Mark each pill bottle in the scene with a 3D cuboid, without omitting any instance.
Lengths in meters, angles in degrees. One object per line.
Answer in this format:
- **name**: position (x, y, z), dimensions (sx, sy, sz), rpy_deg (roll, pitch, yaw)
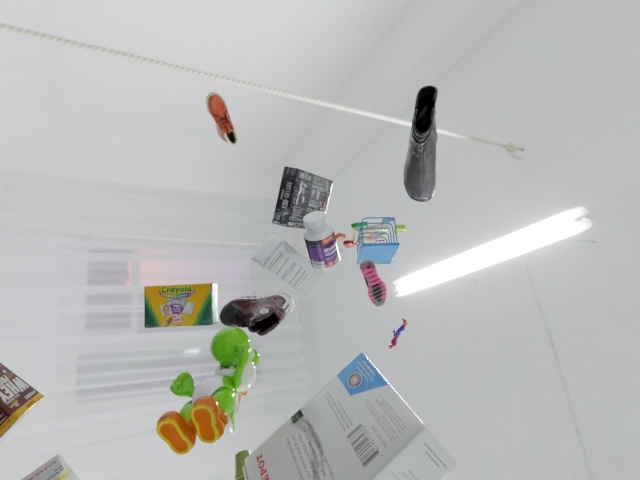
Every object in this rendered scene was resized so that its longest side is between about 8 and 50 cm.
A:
- **pill bottle**: position (0.000, 0.000, 1.394), dimensions (0.108, 0.108, 0.193), rpy_deg (42, -28, 55)

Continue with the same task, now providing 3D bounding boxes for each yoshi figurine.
- **yoshi figurine**: position (-0.269, 0.349, 1.043), dimensions (0.362, 0.203, 0.203), rpy_deg (-50, 161, -73)

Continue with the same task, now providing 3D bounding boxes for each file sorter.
- **file sorter**: position (0.184, 0.004, 1.331), dimensions (0.170, 0.118, 0.104), rpy_deg (92, -3, -67)

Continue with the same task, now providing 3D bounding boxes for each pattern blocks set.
- **pattern blocks set**: position (0.202, -0.026, 1.625), dimensions (0.325, 0.285, 0.026), rpy_deg (47, 34, -72)

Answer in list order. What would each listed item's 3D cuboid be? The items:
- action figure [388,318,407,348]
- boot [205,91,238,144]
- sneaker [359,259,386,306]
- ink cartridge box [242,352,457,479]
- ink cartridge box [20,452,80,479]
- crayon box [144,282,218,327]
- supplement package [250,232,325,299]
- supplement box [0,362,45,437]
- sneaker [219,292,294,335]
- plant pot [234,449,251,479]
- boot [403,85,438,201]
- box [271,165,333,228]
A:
- **action figure**: position (0.264, 0.326, 1.383), dimensions (0.038, 0.030, 0.115), rpy_deg (-98, -151, -77)
- **boot**: position (-0.288, -0.360, 1.194), dimensions (0.084, 0.059, 0.158), rpy_deg (47, -20, 43)
- **sneaker**: position (0.129, 0.107, 0.967), dimensions (0.057, 0.047, 0.119), rpy_deg (75, 1, -63)
- **ink cartridge box**: position (0.047, 0.497, 0.896), dimensions (0.395, 0.166, 0.285), rpy_deg (-40, -155, -5)
- **ink cartridge box**: position (-0.745, 0.729, 1.109), dimensions (0.212, 0.154, 0.093), rpy_deg (20, -57, 34)
- **crayon box**: position (-0.554, 0.258, 1.601), dimensions (0.081, 0.278, 0.165), rpy_deg (46, 41, -82)
- **supplement package**: position (-0.127, 0.101, 1.579), dimensions (0.134, 0.244, 0.139), rpy_deg (-53, -147, -7)
- **supplement box**: position (-0.966, 0.484, 1.145), dimensions (0.191, 0.194, 0.129), rpy_deg (-47, -172, -2)
- **sneaker**: position (-0.237, 0.256, 1.321), dimensions (0.162, 0.281, 0.106), rpy_deg (-59, 129, -66)
- **plant pot**: position (-0.247, 0.732, 1.305), dimensions (0.083, 0.083, 0.079), rpy_deg (-63, -143, 36)
- **boot**: position (0.332, -0.313, 1.329), dimensions (0.223, 0.118, 0.338), rpy_deg (36, 54, -74)
- **box**: position (-0.069, -0.172, 1.740), dimensions (0.076, 0.307, 0.242), rpy_deg (15, -84, 29)
